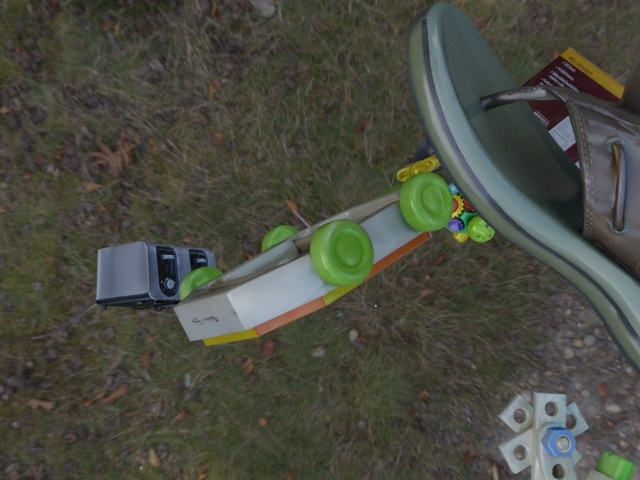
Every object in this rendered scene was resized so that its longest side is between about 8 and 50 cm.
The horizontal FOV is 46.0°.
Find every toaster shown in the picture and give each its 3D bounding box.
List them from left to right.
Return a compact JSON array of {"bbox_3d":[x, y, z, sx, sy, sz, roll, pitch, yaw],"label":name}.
[{"bbox_3d":[-0.300,0.068,1.362,0.186,0.168,0.110,-10,78,37],"label":"toaster"}]

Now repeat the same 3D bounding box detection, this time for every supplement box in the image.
[{"bbox_3d":[0.398,-0.169,1.219,0.194,0.129,0.191,-38,46,7],"label":"supplement box"}]

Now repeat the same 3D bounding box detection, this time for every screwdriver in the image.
[{"bbox_3d":[0.000,0.000,1.134,0.170,0.024,0.025,41,130,43],"label":"screwdriver"}]

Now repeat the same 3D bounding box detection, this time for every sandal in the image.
[{"bbox_3d":[0.165,-0.021,0.419,0.303,0.120,0.086,47,125,-1],"label":"sandal"}]

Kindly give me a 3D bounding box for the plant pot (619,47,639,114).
[{"bbox_3d":[0.343,-0.092,0.444,0.229,0.263,0.263,33,88,31],"label":"plant pot"}]

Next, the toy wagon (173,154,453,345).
[{"bbox_3d":[0.018,0.000,0.783,0.344,0.267,0.068,-29,97,-37],"label":"toy wagon"}]

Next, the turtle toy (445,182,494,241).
[{"bbox_3d":[0.238,-0.045,1.245,0.130,0.066,0.095,44,109,30],"label":"turtle toy"}]

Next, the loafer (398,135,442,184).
[{"bbox_3d":[0.178,-0.128,1.353,0.170,0.062,0.061,-49,65,37],"label":"loafer"}]

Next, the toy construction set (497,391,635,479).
[{"bbox_3d":[0.273,0.266,0.722,0.215,0.327,0.151,27,94,-4],"label":"toy construction set"}]
